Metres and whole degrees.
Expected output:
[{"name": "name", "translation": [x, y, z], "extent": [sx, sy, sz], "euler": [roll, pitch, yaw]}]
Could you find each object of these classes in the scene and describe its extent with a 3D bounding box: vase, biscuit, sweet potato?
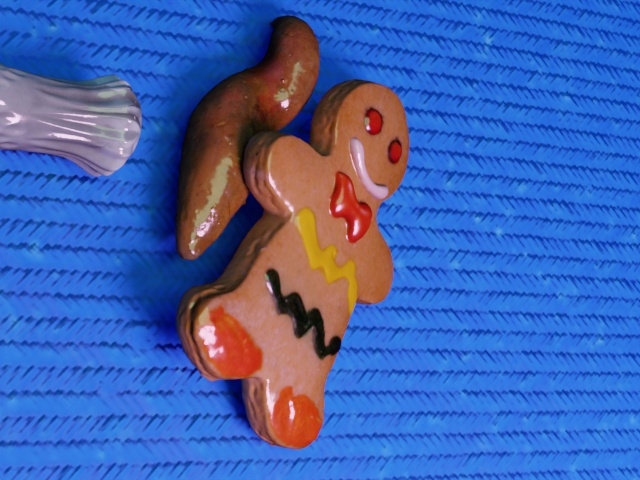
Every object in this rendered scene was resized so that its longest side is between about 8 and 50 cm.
[{"name": "vase", "translation": [-0.180, -0.077, 0.835], "extent": [0.149, 0.081, 0.081], "euler": [7, 76, -37]}, {"name": "biscuit", "translation": [0.001, 0.000, 0.930], "extent": [0.165, 0.036, 0.250], "euler": [51, 55, -40]}, {"name": "sweet potato", "translation": [-0.052, -0.074, 0.931], "extent": [0.058, 0.055, 0.202], "euler": [53, 54, -39]}]
